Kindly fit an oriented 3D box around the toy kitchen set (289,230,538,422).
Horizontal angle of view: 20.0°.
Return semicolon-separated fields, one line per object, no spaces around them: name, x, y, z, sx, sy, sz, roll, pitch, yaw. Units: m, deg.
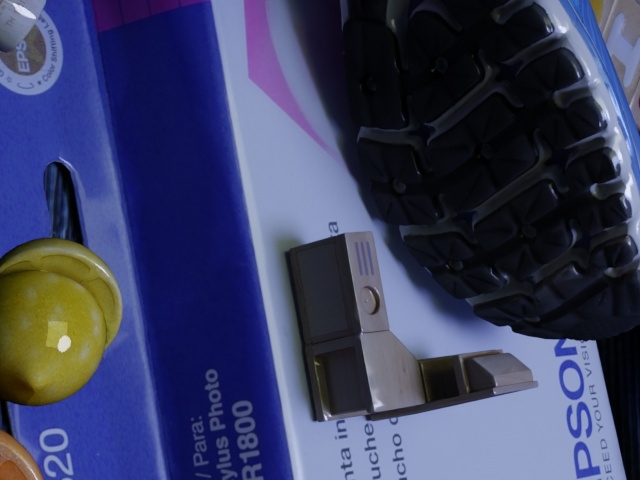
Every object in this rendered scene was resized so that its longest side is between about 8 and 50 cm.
toy kitchen set;0.045;0.032;0.747;0.083;0.068;0.075;-3;80;-46

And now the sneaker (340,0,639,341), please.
sneaker;0.080;-0.117;0.793;0.147;0.130;0.330;-22;91;-47

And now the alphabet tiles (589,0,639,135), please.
alphabet tiles;0.218;-0.202;1.040;0.342;0.011;0.285;30;79;-54

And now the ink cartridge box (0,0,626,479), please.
ink cartridge box;0.000;0.000;0.811;0.330;0.071;0.324;-3;79;-49

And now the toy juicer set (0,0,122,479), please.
toy juicer set;-0.152;-0.026;0.620;0.209;0.089;0.329;14;65;-34
